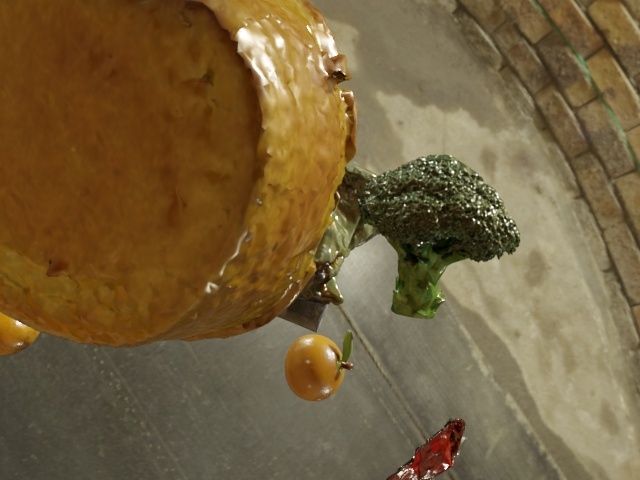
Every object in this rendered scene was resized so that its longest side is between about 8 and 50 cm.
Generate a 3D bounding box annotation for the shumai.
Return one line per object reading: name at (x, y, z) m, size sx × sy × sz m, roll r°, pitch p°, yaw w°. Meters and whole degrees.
shumai at (0.000, 0.000, 1.532) m, size 0.324 × 0.397 × 0.323 m, roll 38°, pitch 47°, yaw -31°

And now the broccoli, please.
broccoli at (0.200, -0.003, 1.027) m, size 0.297 × 0.297 × 0.297 m, roll 2°, pitch 100°, yaw -32°

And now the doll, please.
doll at (0.006, 0.400, 1.850) m, size 0.213 × 0.236 × 0.213 m, roll 36°, pitch 47°, yaw -51°

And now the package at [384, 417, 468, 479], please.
package at (0.224, 0.506, 1.290) m, size 0.269 × 0.071 × 0.194 m, roll -40°, pitch 133°, yaw -15°

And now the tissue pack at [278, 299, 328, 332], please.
tissue pack at (-0.060, 0.204, 1.789) m, size 0.156 × 0.051 × 0.112 m, roll 22°, pitch 81°, yaw 8°

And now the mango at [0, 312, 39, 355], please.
mango at (-0.723, 0.164, 1.357) m, size 0.145 × 0.112 × 0.219 m, roll 20°, pitch 37°, yaw -33°

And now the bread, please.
bread at (-0.161, -0.085, 0.464) m, size 0.358 × 0.337 × 0.204 m, roll 23°, pitch 9°, yaw 15°
